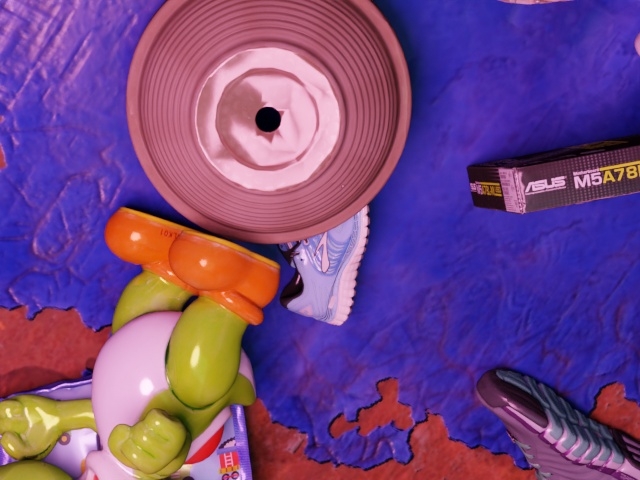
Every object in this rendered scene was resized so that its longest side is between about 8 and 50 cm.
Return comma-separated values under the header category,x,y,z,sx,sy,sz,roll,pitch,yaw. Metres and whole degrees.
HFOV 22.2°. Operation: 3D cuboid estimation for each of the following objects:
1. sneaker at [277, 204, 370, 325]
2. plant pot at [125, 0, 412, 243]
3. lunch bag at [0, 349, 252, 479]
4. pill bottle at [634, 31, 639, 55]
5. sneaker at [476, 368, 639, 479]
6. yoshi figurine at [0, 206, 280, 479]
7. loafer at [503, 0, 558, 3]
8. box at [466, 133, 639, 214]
category,x,y,z,sx,sy,sz,roll,pitch,yaw
sneaker,0.000,0.000,1.425,0.073,0.063,0.162,6,113,-10
plant pot,-0.042,-0.106,1.310,0.237,0.110,0.237,0,102,-1
lunch bag,-0.170,0.236,1.484,0.221,0.138,0.293,-8,102,-6
pill bottle,0.418,-0.236,1.332,0.176,0.176,0.318,29,106,-22
sneaker,0.220,0.207,1.557,0.223,0.083,0.098,31,110,-23
yoshi figurine,-0.182,0.155,1.343,0.203,0.203,0.362,19,90,8
loafer,0.197,-0.220,1.371,0.125,0.039,0.045,-5,116,-9
box,0.231,-0.060,1.371,0.184,0.190,0.045,-13,94,-5
